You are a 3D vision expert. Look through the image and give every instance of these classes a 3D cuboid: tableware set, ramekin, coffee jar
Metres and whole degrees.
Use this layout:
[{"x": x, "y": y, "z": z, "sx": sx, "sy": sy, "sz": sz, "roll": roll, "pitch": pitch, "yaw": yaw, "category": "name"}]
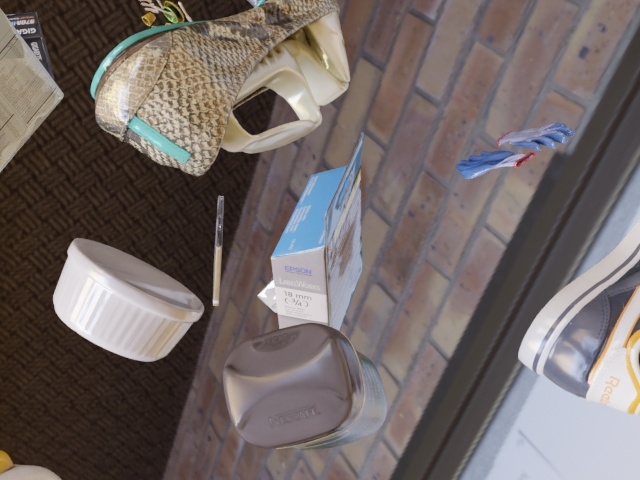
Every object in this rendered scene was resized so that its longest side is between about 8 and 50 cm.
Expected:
[{"x": -0.289, "y": -0.410, "z": 1.391, "sx": 0.024, "sy": 0.154, "sz": 0.104, "roll": -51, "pitch": 137, "yaw": -19, "category": "tableware set"}, {"x": -0.361, "y": 0.115, "z": 1.353, "sx": 0.273, "sy": 0.273, "sz": 0.127, "roll": 28, "pitch": 92, "yaw": -45, "category": "ramekin"}, {"x": -0.007, "y": 0.116, "z": 0.559, "sx": 0.096, "sy": 0.079, "sz": 0.184, "roll": -17, "pitch": 162, "yaw": 6, "category": "coffee jar"}]

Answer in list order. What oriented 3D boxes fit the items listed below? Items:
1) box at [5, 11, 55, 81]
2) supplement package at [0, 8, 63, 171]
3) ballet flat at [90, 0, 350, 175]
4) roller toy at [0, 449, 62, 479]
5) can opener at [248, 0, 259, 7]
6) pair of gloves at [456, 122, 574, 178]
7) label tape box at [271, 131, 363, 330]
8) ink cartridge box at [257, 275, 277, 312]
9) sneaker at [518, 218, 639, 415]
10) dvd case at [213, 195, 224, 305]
[{"x": -0.576, "y": -0.325, "z": 1.305, "sx": 0.175, "sy": 0.051, "sz": 0.220, "roll": -12, "pitch": 172, "yaw": -16, "category": "box"}, {"x": -0.471, "y": -0.213, "z": 0.892, "sx": 0.149, "sy": 0.194, "sz": 0.203, "roll": -61, "pitch": 151, "yaw": -25, "category": "supplement package"}, {"x": -0.064, "y": -0.199, "z": 0.857, "sx": 0.164, "sy": 0.182, "sz": 0.483, "roll": -47, "pitch": -176, "yaw": 37, "category": "ballet flat"}, {"x": -0.453, "y": 0.417, "z": 1.048, "sx": 0.146, "sy": 0.209, "sz": 0.191, "roll": -9, "pitch": 150, "yaw": 30, "category": "roller toy"}, {"x": -0.211, "y": -0.570, "z": 1.481, "sx": 0.093, "sy": 0.280, "sz": 0.074, "roll": -45, "pitch": 172, "yaw": -25, "category": "can opener"}, {"x": 0.336, "y": -0.156, "z": 1.282, "sx": 0.198, "sy": 0.159, "sz": 0.023, "roll": -32, "pitch": 109, "yaw": -24, "category": "pair of gloves"}, {"x": 0.000, "y": 0.000, "z": 1.319, "sx": 0.240, "sy": 0.106, "sz": 0.333, "roll": -66, "pitch": 160, "yaw": -45, "category": "label tape box"}, {"x": -0.060, "y": 0.073, "z": 1.529, "sx": 0.099, "sy": 0.056, "sz": 0.135, "roll": -45, "pitch": -175, "yaw": 37, "category": "ink cartridge box"}, {"x": 0.344, "y": 0.054, "z": 0.732, "sx": 0.321, "sy": 0.127, "sz": 0.126, "roll": -37, "pitch": 143, "yaw": -25, "category": "sneaker"}, {"x": -0.246, "y": 0.026, "z": 1.763, "sx": 0.018, "sy": 0.164, "sz": 0.221, "roll": 2, "pitch": 138, "yaw": -8, "category": "dvd case"}]
